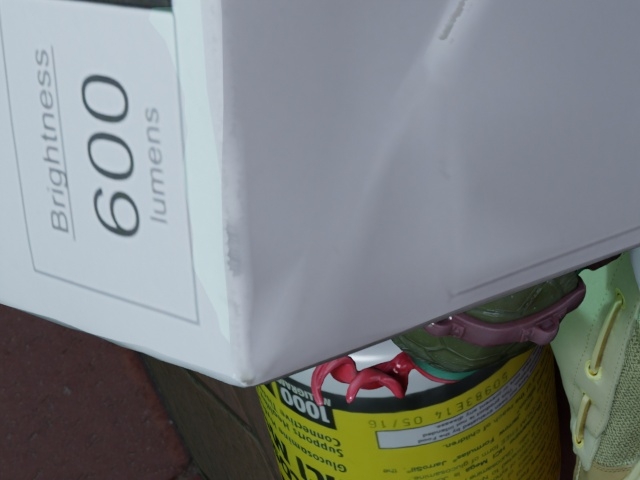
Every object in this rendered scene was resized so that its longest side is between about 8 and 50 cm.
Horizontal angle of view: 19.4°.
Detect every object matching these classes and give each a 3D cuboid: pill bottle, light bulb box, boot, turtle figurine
[{"bbox_3d":[0.058,0.104,1.203,0.188,0.188,0.334,51,163,39],"label":"pill bottle"},{"bbox_3d":[-0.066,-0.186,0.554,0.361,0.225,0.358,13,112,46],"label":"light bulb box"},{"bbox_3d":[0.139,0.031,0.957,0.203,0.095,0.262,56,164,23],"label":"boot"},{"bbox_3d":[0.066,-0.009,0.756,0.234,0.175,0.118,114,147,-55],"label":"turtle figurine"}]

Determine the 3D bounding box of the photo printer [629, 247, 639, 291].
[{"bbox_3d":[0.223,0.044,0.642,0.256,0.107,0.307,58,166,16],"label":"photo printer"}]
